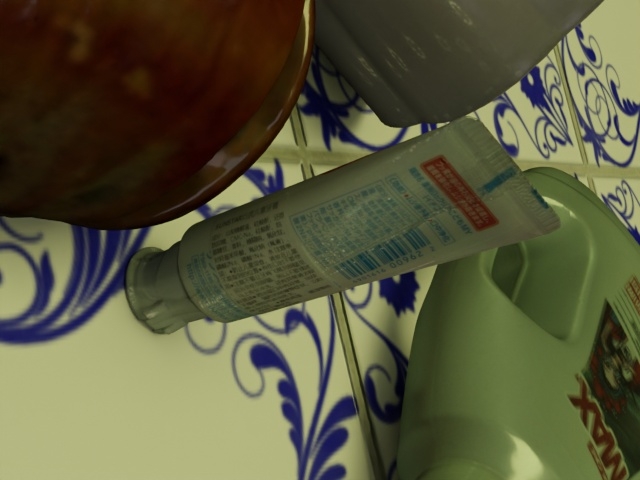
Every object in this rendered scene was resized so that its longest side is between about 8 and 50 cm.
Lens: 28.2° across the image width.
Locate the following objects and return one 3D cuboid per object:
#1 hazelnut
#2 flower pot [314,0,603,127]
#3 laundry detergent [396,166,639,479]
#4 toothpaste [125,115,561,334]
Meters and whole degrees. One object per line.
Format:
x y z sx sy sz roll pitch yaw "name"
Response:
-0.118 -0.111 0.582 0.251 0.217 0.217 23 55 -68 "hazelnut"
0.061 -0.252 0.868 0.243 0.265 0.265 44 42 -21 "flower pot"
0.143 0.114 0.909 0.398 0.125 0.264 -38 104 -55 "laundry detergent"
0.000 0.000 0.658 0.089 0.234 0.057 44 43 -36 "toothpaste"
